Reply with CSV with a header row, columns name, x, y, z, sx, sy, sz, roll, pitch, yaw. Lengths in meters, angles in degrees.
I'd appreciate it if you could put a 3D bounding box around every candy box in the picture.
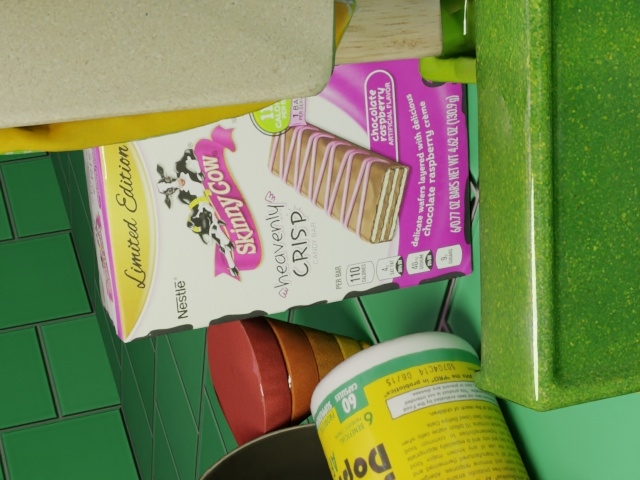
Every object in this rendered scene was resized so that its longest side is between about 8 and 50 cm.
name,x,y,z,sx,sy,sz,roll,pitch,yaw
candy box,-0.025,-0.040,0.789,0.071,0.233,0.159,-139,41,-64

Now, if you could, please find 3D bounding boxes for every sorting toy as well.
name,x,y,z,sx,sy,sz,roll,pitch,yaw
sorting toy,0.000,0.000,0.945,0.127,0.126,0.365,-127,36,-47

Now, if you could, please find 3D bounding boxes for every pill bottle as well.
name,x,y,z,sx,sy,sz,roll,pitch,yaw
pill bottle,0.077,0.172,0.784,0.117,0.117,0.208,107,148,-56

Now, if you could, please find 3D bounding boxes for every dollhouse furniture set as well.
name,x,y,z,sx,sy,sz,roll,pitch,yaw
dollhouse furniture set,-0.025,-0.024,0.453,0.197,0.301,0.151,-160,64,-67

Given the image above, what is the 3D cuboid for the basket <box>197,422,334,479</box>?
name,x,y,z,sx,sy,sz,roll,pitch,yaw
basket,0.005,0.263,0.990,0.227,0.204,0.154,85,173,-54
